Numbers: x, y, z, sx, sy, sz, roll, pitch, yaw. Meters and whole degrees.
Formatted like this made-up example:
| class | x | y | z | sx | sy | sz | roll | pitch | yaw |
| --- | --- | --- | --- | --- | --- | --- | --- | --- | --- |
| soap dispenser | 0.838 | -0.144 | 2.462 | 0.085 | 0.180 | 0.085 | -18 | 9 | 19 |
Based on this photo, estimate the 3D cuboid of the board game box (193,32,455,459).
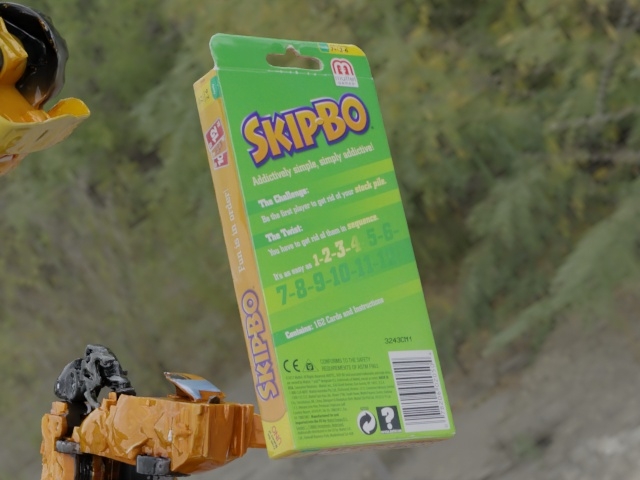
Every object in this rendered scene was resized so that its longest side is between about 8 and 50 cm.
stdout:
| class | x | y | z | sx | sy | sz | roll | pitch | yaw |
| --- | --- | --- | --- | --- | --- | --- | --- | --- | --- |
| board game box | 0.000 | 0.000 | 1.066 | 0.124 | 0.259 | 0.039 | 0 | -18 | -38 |

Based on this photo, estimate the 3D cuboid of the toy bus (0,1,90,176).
| class | x | y | z | sx | sy | sz | roll | pitch | yaw |
| --- | --- | --- | --- | --- | --- | --- | --- | --- | --- |
| toy bus | -0.272 | -0.086 | 0.973 | 0.211 | 0.220 | 0.149 | -44 | -5 | 13 |

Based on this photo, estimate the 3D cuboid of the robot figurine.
| class | x | y | z | sx | sy | sz | roll | pitch | yaw |
| --- | --- | --- | --- | --- | --- | --- | --- | --- | --- |
| robot figurine | -0.142 | 0.191 | 1.380 | 0.085 | 0.211 | 0.291 | 6 | -3 | -30 |
